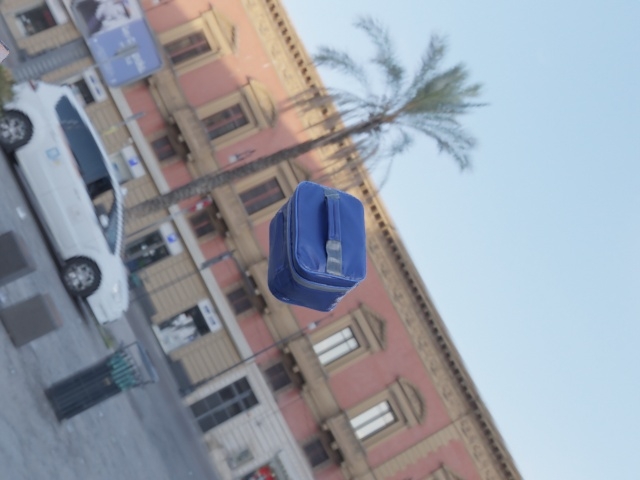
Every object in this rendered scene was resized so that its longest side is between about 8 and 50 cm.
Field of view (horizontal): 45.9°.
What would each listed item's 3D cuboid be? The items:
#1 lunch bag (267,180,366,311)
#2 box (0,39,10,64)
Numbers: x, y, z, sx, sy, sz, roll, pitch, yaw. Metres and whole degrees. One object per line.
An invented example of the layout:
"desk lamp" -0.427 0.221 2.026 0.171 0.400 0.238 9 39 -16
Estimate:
"lunch bag" 0.000 0.000 0.610 0.065 0.067 0.098 -46 -142 49
"box" -0.329 -0.176 0.394 0.318 0.097 0.395 53 0 -25
